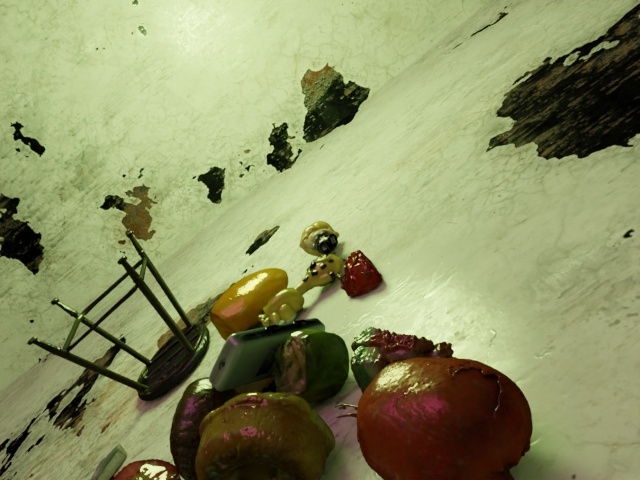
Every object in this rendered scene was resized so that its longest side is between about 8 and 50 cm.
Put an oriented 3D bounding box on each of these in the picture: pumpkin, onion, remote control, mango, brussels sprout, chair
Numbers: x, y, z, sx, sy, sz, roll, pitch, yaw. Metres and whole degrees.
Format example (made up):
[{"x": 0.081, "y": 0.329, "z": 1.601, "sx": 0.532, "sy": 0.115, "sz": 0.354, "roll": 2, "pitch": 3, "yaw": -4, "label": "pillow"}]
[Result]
[{"x": -0.247, "y": 0.400, "z": 1.245, "sx": 0.162, "sy": 0.219, "sz": 0.219, "roll": -2, "pitch": 31, "yaw": 11, "label": "pumpkin"}, {"x": -0.381, "y": 0.571, "z": 1.266, "sx": 0.183, "sy": 0.147, "sz": 0.184, "roll": 3, "pitch": 39, "yaw": -2, "label": "onion"}, {"x": -0.105, "y": 0.241, "z": 1.278, "sx": 0.296, "sy": 0.056, "sz": 0.140, "roll": -3, "pitch": -52, "yaw": -52, "label": "remote control"}, {"x": -0.204, "y": 0.175, "z": 1.742, "sx": 0.257, "sy": 0.138, "sz": 0.187, "roll": -47, "pitch": 15, "yaw": -32, "label": "mango"}, {"x": -0.014, "y": 0.267, "z": 1.224, "sx": 0.131, "sy": 0.145, "sz": 0.183, "roll": 51, "pitch": 131, "yaw": 44, "label": "brussels sprout"}, {"x": -0.598, "y": 0.269, "z": 1.850, "sx": 0.364, "sy": 0.410, "sz": 0.362, "roll": -42, "pitch": 19, "yaw": -2, "label": "chair"}]

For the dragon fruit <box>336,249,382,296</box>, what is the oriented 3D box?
[{"x": 0.088, "y": 0.083, "z": 1.508, "sx": 0.106, "sy": 0.083, "sz": 0.162, "roll": -41, "pitch": 22, "yaw": 6, "label": "dragon fruit"}]

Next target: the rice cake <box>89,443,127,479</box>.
[{"x": -0.600, "y": 0.655, "z": 1.591, "sx": 0.036, "sy": 0.047, "sz": 0.207, "roll": -4, "pitch": 40, "yaw": 35, "label": "rice cake"}]

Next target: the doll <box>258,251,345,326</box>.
[{"x": -0.050, "y": 0.138, "z": 1.624, "sx": 0.291, "sy": 0.086, "sz": 0.117, "roll": -42, "pitch": 24, "yaw": -11, "label": "doll"}]

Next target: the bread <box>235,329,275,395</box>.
[{"x": -0.157, "y": 0.291, "z": 1.433, "sx": 0.160, "sy": 0.140, "sz": 0.169, "roll": -46, "pitch": 20, "yaw": 2, "label": "bread"}]

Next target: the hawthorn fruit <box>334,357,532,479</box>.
[{"x": 0.141, "y": 0.259, "z": 0.823, "sx": 0.299, "sy": 0.211, "sz": 0.211, "roll": 6, "pitch": 47, "yaw": 36, "label": "hawthorn fruit"}]

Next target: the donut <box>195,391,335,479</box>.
[{"x": -0.113, "y": 0.384, "z": 1.060, "sx": 0.261, "sy": 0.208, "sz": 0.128, "roll": -35, "pitch": 21, "yaw": 27, "label": "donut"}]

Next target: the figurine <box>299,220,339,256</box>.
[{"x": 0.000, "y": 0.000, "z": 1.752, "sx": 0.114, "sy": 0.108, "sz": 0.196, "roll": -48, "pitch": 7, "yaw": -1, "label": "figurine"}]

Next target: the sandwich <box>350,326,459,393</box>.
[{"x": 0.149, "y": 0.218, "z": 0.954, "sx": 0.160, "sy": 0.185, "sz": 0.109, "roll": -36, "pitch": 11, "yaw": 38, "label": "sandwich"}]
